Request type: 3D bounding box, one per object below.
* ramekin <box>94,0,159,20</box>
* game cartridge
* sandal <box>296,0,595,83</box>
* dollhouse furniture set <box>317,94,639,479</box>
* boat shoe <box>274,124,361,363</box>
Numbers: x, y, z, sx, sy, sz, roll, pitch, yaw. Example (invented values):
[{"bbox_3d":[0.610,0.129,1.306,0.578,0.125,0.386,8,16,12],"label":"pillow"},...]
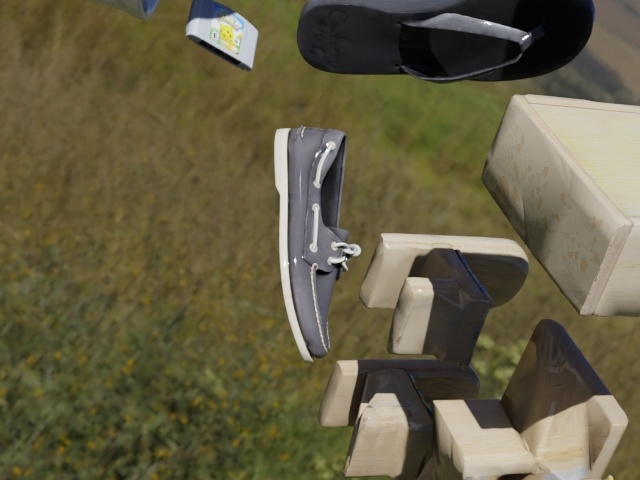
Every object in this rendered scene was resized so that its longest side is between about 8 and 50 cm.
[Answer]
[{"bbox_3d":[-0.244,-0.407,1.615,0.135,0.277,0.277,11,22,0],"label":"ramekin"},{"bbox_3d":[-0.102,-0.218,1.448,0.083,0.017,0.056,26,54,-32],"label":"game cartridge"},{"bbox_3d":[0.107,-0.168,1.181,0.054,0.254,0.097,-86,170,-49],"label":"sandal"},{"bbox_3d":[0.213,0.111,1.000,0.256,0.394,0.362,2,34,-23],"label":"dollhouse furniture set"},{"bbox_3d":[0.000,0.000,1.169,0.075,0.065,0.206,60,24,-74],"label":"boat shoe"}]
